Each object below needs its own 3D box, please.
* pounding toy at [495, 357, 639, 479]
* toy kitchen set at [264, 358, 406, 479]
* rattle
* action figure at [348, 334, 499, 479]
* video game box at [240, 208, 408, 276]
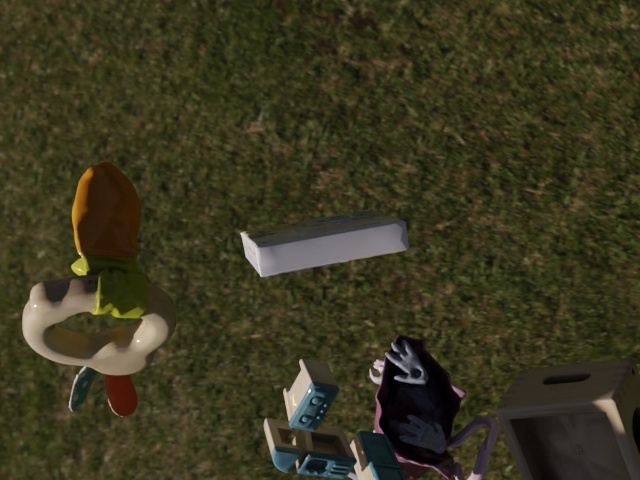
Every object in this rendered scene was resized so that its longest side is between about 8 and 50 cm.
[{"bbox_3d":[0.309,0.229,0.968,0.181,0.094,0.206,-13,107,36],"label":"pounding toy"},{"bbox_3d":[0.045,0.275,1.329,0.166,0.207,0.122,-62,30,27],"label":"toy kitchen set"},{"bbox_3d":[-0.195,0.054,0.837,0.130,0.200,0.143,-23,63,-11],"label":"rattle"},{"bbox_3d":[0.163,0.323,1.621,0.275,0.370,0.248,23,59,15],"label":"action figure"},{"bbox_3d":[0.000,0.000,1.322,0.205,0.187,0.048,-10,101,-9],"label":"video game box"}]
